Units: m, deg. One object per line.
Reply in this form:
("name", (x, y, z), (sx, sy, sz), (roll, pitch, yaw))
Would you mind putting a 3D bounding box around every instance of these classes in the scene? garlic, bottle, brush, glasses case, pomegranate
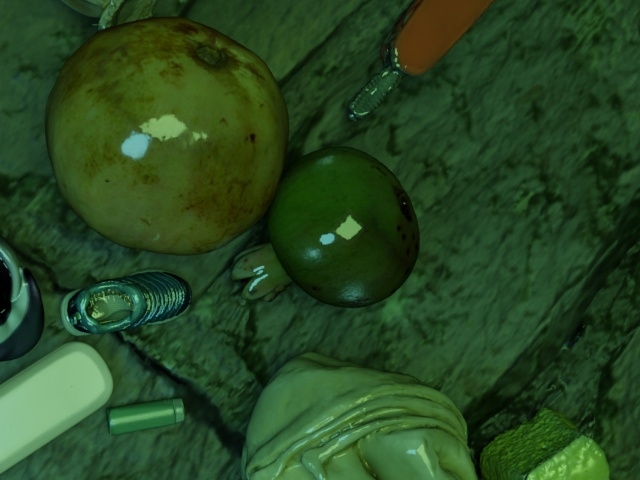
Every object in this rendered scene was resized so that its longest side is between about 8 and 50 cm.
("garlic", (-0.252, -0.324, 1.399), (0.131, 0.127, 0.194), (-25, 61, -42))
("bottle", (-0.191, 0.192, 1.409), (0.083, 0.030, 0.030), (-8, 88, -14))
("brush", (0.134, -0.260, 1.509), (0.070, 0.051, 0.323), (45, 75, -13))
("glasses case", (-0.314, 0.182, 1.372), (0.196, 0.050, 0.083), (-32, 96, -13))
("pomegranate", (-0.160, -0.091, 1.338), (0.252, 0.270, 0.229), (6, 45, -22))
("pomegranate", (0.001, -0.012, 1.401), (0.211, 0.179, 0.179), (-7, 88, -2))

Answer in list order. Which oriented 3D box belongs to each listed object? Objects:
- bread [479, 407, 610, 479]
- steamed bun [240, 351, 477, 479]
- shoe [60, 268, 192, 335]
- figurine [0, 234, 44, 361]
("bread", (0.259, 0.264, 1.468), (0.129, 0.114, 0.111), (-38, 101, -9))
("steamed bun", (0.052, 0.280, 1.370), (0.276, 0.203, 0.289), (15, 84, -12))
("shoe", (-0.207, 0.066, 1.394), (0.143, 0.071, 0.063), (-10, 89, -18))
("figurine", (-0.379, 0.034, 1.339), (0.145, 0.145, 0.222), (-34, 83, -13))
